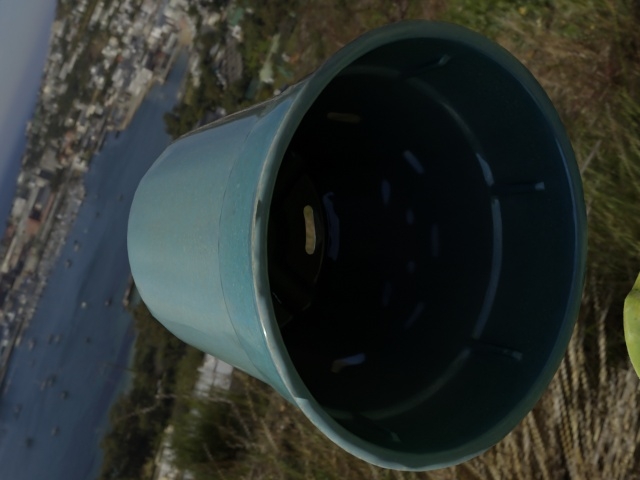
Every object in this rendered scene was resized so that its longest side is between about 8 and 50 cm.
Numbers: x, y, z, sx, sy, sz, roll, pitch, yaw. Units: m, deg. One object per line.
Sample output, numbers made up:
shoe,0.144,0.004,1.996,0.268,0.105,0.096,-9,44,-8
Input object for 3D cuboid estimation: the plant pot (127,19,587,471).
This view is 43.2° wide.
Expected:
plant pot,0.000,0.000,0.746,0.334,0.341,0.341,3,72,54

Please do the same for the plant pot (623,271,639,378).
plant pot,0.358,0.072,0.540,0.276,0.254,0.276,-42,35,39
